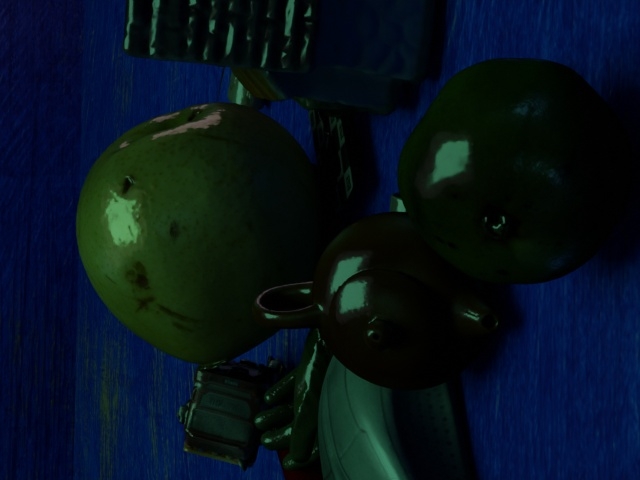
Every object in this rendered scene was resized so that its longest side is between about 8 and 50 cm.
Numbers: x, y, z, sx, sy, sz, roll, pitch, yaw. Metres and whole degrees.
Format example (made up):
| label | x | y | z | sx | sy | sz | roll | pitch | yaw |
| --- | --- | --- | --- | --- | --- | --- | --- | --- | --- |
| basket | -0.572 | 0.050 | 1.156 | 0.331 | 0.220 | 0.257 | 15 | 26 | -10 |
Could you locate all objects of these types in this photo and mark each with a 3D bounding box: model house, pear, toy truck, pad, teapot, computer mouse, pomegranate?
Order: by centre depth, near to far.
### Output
| label | x | y | z | sx | sy | sz | roll | pitch | yaw |
| --- | --- | --- | --- | --- | --- | --- | --- | --- | --- |
| pomegranate | 0.161 | -0.072 | 1.208 | 0.225 | 0.187 | 0.187 | -74 | 0 | -53 |
| teapot | 0.051 | 0.065 | 1.410 | 0.135 | 0.252 | 0.178 | -45 | -49 | -65 |
| computer mouse | 0.071 | 0.230 | 1.510 | 0.188 | 0.122 | 0.371 | 115 | 147 | -51 |
| model house | -0.080 | -0.317 | 1.581 | 0.297 | 0.339 | 0.360 | 21 | 106 | 60 |
| pear | -0.138 | -0.012 | 1.795 | 0.309 | 0.309 | 0.309 | -178 | 90 | -71 |
| pad | 0.000 | 0.000 | 1.851 | 0.127 | 0.004 | 0.190 | -158 | 64 | -76 |
| toy truck | -0.113 | 0.212 | 1.926 | 0.270 | 0.114 | 0.135 | 14 | -91 | -87 |

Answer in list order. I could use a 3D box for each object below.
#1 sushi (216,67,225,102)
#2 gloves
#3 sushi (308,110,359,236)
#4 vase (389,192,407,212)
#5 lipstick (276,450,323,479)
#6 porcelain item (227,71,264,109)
| label | x | y | z | sx | sy | sz | roll | pitch | yaw |
| --- | --- | --- | --- | --- | --- | --- | --- | --- | --- |
| sushi | -0.140 | -0.355 | 2.193 | 0.192 | 0.043 | 0.279 | -86 | 10 | -52 |
| gloves | 0.002 | 0.160 | 1.709 | 0.135 | 0.107 | 0.268 | -71 | 4 | -57 |
| sushi | 0.023 | -0.123 | 1.794 | 0.139 | 0.031 | 0.201 | 114 | 150 | -63 |
| vase | 0.096 | 0.002 | 1.542 | 0.053 | 0.053 | 0.101 | -143 | 53 | -67 |
| lipstick | 0.002 | 0.312 | 1.768 | 0.280 | 0.073 | 0.073 | -114 | 31 | -51 |
| porcelain item | -0.090 | -0.295 | 2.108 | 0.084 | 0.054 | 0.213 | -124 | 40 | -59 |
